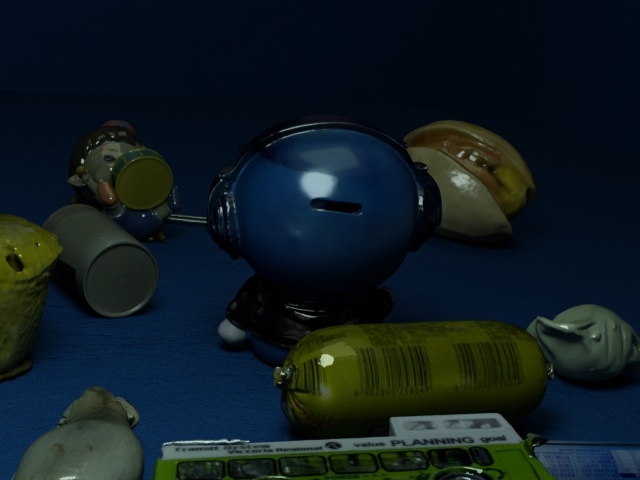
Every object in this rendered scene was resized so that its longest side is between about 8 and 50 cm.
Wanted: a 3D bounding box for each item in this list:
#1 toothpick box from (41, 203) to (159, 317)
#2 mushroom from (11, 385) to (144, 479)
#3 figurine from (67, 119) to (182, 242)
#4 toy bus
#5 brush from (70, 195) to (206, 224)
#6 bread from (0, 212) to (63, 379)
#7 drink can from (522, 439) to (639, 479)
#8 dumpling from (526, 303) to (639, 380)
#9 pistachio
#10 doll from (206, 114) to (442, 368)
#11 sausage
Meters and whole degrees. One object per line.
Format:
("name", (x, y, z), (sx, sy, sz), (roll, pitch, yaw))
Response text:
("toothpick box", (-0.304, 0.025, 1.485), (0.111, 0.111, 0.180), (-3, 19, -33))
("mushroom", (-0.206, 0.185, 0.964), (0.116, 0.093, 0.225), (-13, 18, 7))
("figurine", (-0.336, -0.114, 1.829), (0.161, 0.158, 0.275), (8, 23, -36))
("toy bus", (0.022, 0.205, 0.829), (0.301, 0.113, 0.139), (-1, 18, -7))
("brush", (-0.308, -0.050, 1.920), (0.266, 0.027, 0.062), (6, 23, -6))
("bread", (-0.390, 0.053, 1.218), (0.197, 0.171, 0.197), (7, 13, -2))
("drink can", (0.227, 0.229, 0.995), (0.235, 0.097, 0.097), (3, 15, -14))
("dumpling", (0.328, 0.130, 1.414), (0.169, 0.100, 0.134), (-3, 3, -40))
("pistachio", (0.248, -0.107, 2.063), (0.308, 0.230, 0.230), (21, 20, 29))
("doll", (0.000, 0.000, 1.332), (0.284, 0.310, 0.240), (5, 17, -8))
("sausage", (0.106, 0.149, 1.180), (0.347, 0.123, 0.123), (1, 16, -24))
